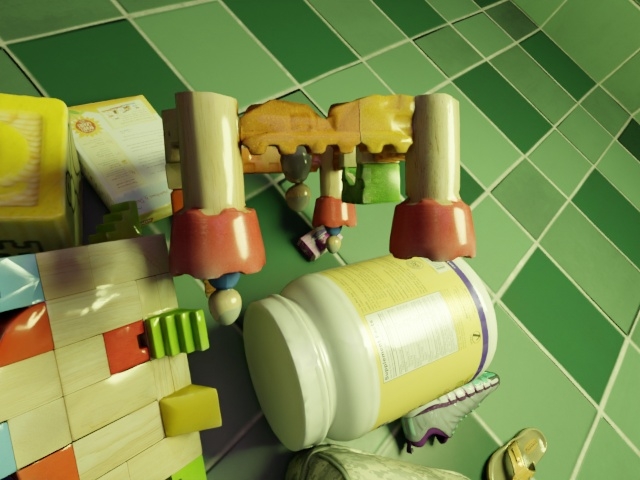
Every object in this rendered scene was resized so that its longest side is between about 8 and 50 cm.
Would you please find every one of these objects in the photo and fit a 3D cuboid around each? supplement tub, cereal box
[{"bbox_3d":[0.073,0.152,0.645,0.331,0.241,0.241,-12,69,-28],"label":"supplement tub"},{"bbox_3d":[-0.326,-0.144,0.736,0.173,0.047,0.240,-30,78,-43],"label":"cereal box"}]

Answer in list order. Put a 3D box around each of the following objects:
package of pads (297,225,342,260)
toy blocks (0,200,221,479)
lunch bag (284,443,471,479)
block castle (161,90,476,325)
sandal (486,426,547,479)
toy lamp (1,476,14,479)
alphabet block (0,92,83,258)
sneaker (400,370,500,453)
[{"bbox_3d":[0.000,0.000,0.822,0.083,0.032,0.050,-35,78,-34],"label":"package of pads"},{"bbox_3d":[-0.282,0.154,0.447,0.261,0.190,0.382,-14,97,-54],"label":"toy blocks"},{"bbox_3d":[0.102,0.384,0.521,0.305,0.256,0.213,20,57,-12],"label":"lunch bag"},{"bbox_3d":[-0.038,-0.047,0.568,0.303,0.453,0.213,-3,97,-13],"label":"block castle"},{"bbox_3d":[0.361,0.398,0.752,0.180,0.049,0.072,-24,75,-32],"label":"sandal"},{"bbox_3d":[-0.360,0.203,0.527,0.080,0.080,0.275,8,61,-20],"label":"toy lamp"},{"bbox_3d":[-0.438,-0.062,0.564,0.193,0.197,0.192,-4,64,-25],"label":"alphabet block"},{"bbox_3d":[0.231,0.299,0.749,0.223,0.083,0.098,-7,90,-24],"label":"sneaker"}]
